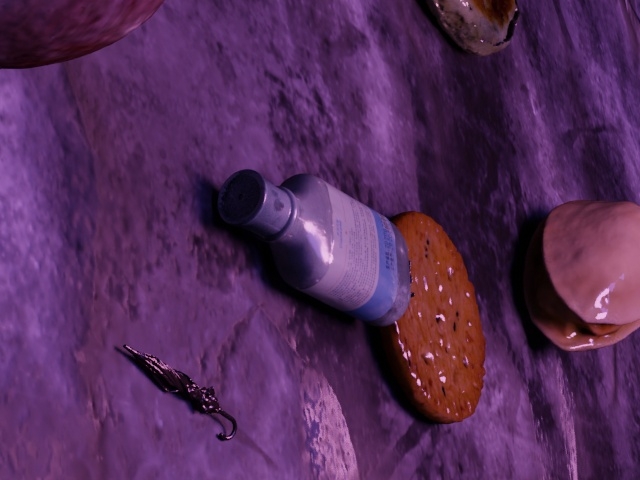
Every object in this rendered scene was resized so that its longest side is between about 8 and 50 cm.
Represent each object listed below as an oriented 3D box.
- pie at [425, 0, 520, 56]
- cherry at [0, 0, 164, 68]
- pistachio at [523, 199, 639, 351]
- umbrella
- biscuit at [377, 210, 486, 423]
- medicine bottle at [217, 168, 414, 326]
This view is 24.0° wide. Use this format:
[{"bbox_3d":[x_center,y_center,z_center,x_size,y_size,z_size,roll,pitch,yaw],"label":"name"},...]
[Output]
[{"bbox_3d":[0.144,-0.306,1.556,0.240,0.054,0.241,33,50,-52],"label":"pie"},{"bbox_3d":[-0.181,-0.202,0.742,0.300,0.203,0.230,11,73,-51],"label":"cherry"},{"bbox_3d":[0.287,0.035,1.570,0.152,0.126,0.223,35,39,0],"label":"pistachio"},{"bbox_3d":[-0.087,0.093,0.963,0.122,0.013,0.022,48,58,-42],"label":"umbrella"},{"bbox_3d":[0.092,0.067,1.290,0.188,0.027,0.188,38,45,-51],"label":"biscuit"},{"bbox_3d":[0.000,0.000,1.127,0.208,0.053,0.090,28,53,-52],"label":"medicine bottle"}]
